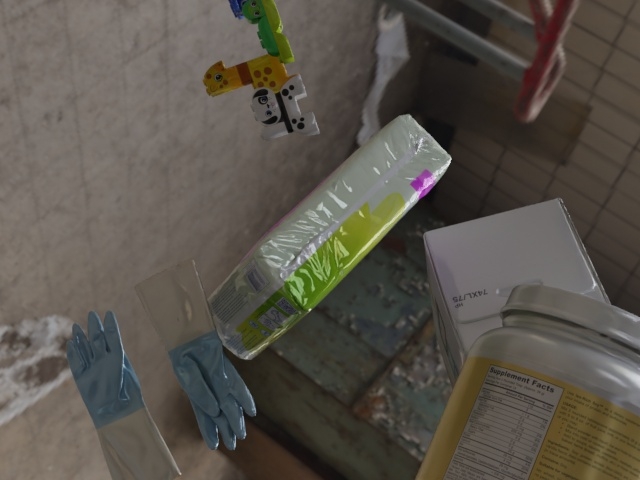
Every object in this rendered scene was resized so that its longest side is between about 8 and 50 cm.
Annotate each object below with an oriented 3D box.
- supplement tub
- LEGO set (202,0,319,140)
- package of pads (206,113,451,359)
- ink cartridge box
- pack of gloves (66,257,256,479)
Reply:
[{"bbox_3d":[0.239,0.238,1.049,0.331,0.241,0.241,-65,164,-12],"label":"supplement tub"},{"bbox_3d":[-0.080,-0.192,0.954,0.093,0.227,0.087,-19,176,2],"label":"LEGO set"},{"bbox_3d":[0.000,0.000,1.184,0.296,0.101,0.229,-43,179,-32],"label":"package of pads"},{"bbox_3d":[0.268,0.114,1.353,0.198,0.197,0.270,-14,145,0],"label":"ink cartridge box"},{"bbox_3d":[-0.190,0.167,1.177,0.195,0.232,0.046,-26,168,7],"label":"pack of gloves"}]
